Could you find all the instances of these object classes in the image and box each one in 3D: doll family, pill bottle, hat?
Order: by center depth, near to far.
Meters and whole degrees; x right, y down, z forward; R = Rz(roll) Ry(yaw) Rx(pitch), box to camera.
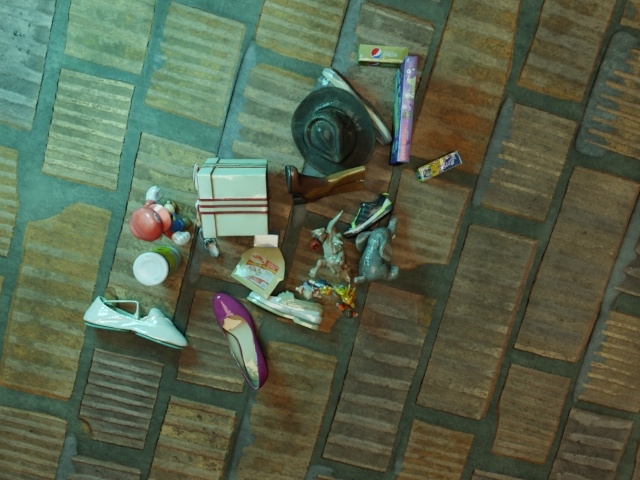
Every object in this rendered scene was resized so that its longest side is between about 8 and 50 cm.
[{"bbox_3d":[0.037,-0.362,1.474,0.330,0.134,0.332,5,119,10],"label":"hat"},{"bbox_3d":[-0.584,0.086,1.520,0.119,0.208,0.119,0,97,-3],"label":"pill bottle"},{"bbox_3d":[0.044,0.196,1.586,0.262,0.163,0.119,26,95,-5],"label":"doll family"}]

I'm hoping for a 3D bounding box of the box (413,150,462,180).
[{"bbox_3d":[0.451,-0.286,1.602,0.168,0.059,0.054,-25,100,1],"label":"box"}]

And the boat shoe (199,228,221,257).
[{"bbox_3d":[-0.426,0.011,1.604,0.046,0.038,0.125,-28,97,1],"label":"boat shoe"}]

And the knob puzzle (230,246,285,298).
[{"bbox_3d":[-0.221,0.102,1.611,0.212,0.030,0.214,-1,71,2],"label":"knob puzzle"}]

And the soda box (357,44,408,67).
[{"bbox_3d":[0.228,-0.679,1.543,0.181,0.061,0.058,2,96,-3],"label":"soda box"}]

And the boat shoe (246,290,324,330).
[{"bbox_3d":[-0.133,0.251,1.622,0.302,0.113,0.104,23,75,-3],"label":"boat shoe"}]

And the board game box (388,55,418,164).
[{"bbox_3d":[0.294,-0.450,1.501,0.056,0.208,0.348,3,96,-3],"label":"board game box"}]

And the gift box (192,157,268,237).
[{"bbox_3d":[-0.314,-0.154,1.491,0.257,0.276,0.256,-1,110,-6],"label":"gift box"}]

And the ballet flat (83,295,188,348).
[{"bbox_3d":[-0.689,0.304,1.592,0.399,0.139,0.139,16,96,-4],"label":"ballet flat"}]

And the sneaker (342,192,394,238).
[{"bbox_3d":[0.173,-0.096,1.614,0.234,0.084,0.097,-34,77,-1],"label":"sneaker"}]

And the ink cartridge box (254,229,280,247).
[{"bbox_3d":[-0.199,-0.009,1.572,0.088,0.122,0.052,4,100,-3],"label":"ink cartridge box"}]

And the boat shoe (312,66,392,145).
[{"bbox_3d":[0.117,-0.474,1.545,0.355,0.132,0.130,45,115,-5],"label":"boat shoe"}]

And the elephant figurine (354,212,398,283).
[{"bbox_3d":[0.213,0.025,1.577,0.169,0.186,0.240,2,103,3],"label":"elephant figurine"}]

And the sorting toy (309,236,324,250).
[{"bbox_3d":[0.000,0.000,1.625,0.101,0.042,0.061,-19,133,-10],"label":"sorting toy"}]

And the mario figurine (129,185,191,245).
[{"bbox_3d":[-0.526,-0.086,1.446,0.197,0.320,0.170,13,97,-5],"label":"mario figurine"}]

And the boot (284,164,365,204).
[{"bbox_3d":[0.024,-0.213,1.488,0.280,0.264,0.096,-11,65,5],"label":"boot"}]

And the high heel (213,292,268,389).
[{"bbox_3d":[-0.303,0.374,1.581,0.127,0.181,0.378,-32,97,1],"label":"high heel"}]

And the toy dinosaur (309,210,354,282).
[{"bbox_3d":[0.050,0.025,1.552,0.126,0.200,0.296,5,104,19],"label":"toy dinosaur"}]
